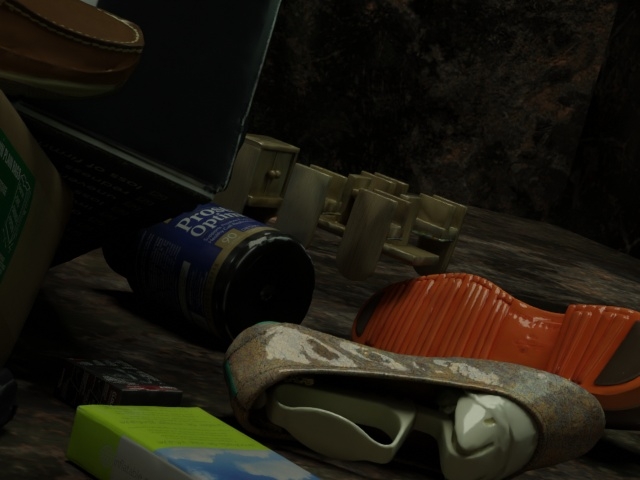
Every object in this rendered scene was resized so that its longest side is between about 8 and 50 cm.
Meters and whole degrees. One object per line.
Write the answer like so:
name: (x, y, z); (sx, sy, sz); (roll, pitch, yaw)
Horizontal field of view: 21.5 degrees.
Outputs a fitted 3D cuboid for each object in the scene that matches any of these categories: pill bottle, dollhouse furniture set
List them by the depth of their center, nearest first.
pill bottle: (-0.119, 0.023, 1.683); (0.122, 0.123, 0.219); (8, 10, -46)
dollhouse furniture set: (0.000, 0.000, 1.807); (0.242, 0.161, 0.212); (22, 9, 23)

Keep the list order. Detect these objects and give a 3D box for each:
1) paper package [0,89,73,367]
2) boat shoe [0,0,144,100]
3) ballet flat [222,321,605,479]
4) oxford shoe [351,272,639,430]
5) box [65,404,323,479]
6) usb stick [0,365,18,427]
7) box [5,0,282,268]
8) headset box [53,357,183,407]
paper package: (-0.356, -0.041, 1.165); (0.309, 0.168, 0.325); (15, -12, 5)
boat shoe: (-0.266, -0.189, 1.131); (0.324, 0.120, 0.122); (17, 20, -24)
ballet flat: (0.075, 0.146, 1.334); (0.316, 0.108, 0.106); (10, 28, -4)
oxford shoe: (0.192, 0.129, 1.693); (0.363, 0.130, 0.133); (12, -29, 38)
box: (-0.070, 0.155, 1.099); (0.109, 0.042, 0.178); (7, 11, -45)
usb stick: (-0.340, 0.075, 1.140); (0.278, 0.045, 0.077); (16, 9, 4)
box: (-0.345, -0.206, 1.455); (0.480, 0.297, 0.471); (23, -20, -23)
headset box: (-0.150, 0.116, 1.270); (0.083, 0.032, 0.062); (23, 11, 41)
